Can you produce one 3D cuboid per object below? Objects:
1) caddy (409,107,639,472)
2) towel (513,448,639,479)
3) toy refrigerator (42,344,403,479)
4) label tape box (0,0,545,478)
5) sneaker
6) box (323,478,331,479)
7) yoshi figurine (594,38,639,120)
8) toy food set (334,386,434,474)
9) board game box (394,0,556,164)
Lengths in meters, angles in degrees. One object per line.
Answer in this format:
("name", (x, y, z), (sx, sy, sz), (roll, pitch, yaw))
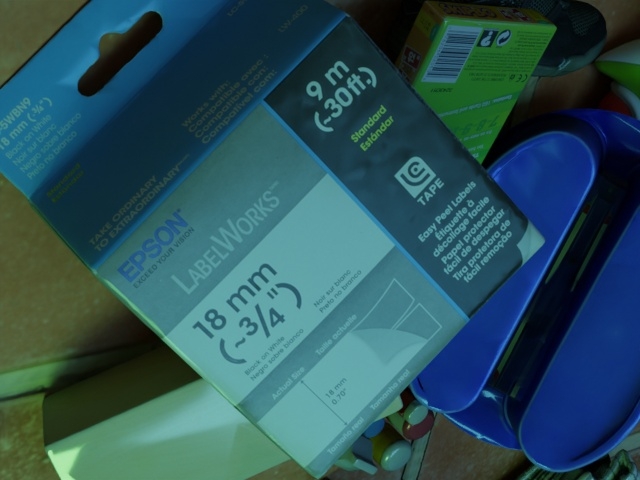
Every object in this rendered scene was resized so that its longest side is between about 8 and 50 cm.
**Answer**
("caddy", (0.216, 0.043, 1.090), (0.341, 0.241, 0.179), (-63, 173, 11))
("towel", (0.287, 0.386, 1.497), (0.284, 0.121, 0.235), (-41, 136, -6))
("toy refrigerator", (-0.081, 0.131, 0.964), (0.269, 0.094, 0.102), (-24, 113, -5))
("label tape box", (-0.043, -0.034, 0.818), (0.240, 0.106, 0.333), (-46, 110, -4))
("sneaker", (0.169, -0.209, 0.989), (0.227, 0.087, 0.130), (-4, 128, -32))
("box", (0.004, 0.399, 1.229), (0.168, 0.167, 0.203), (-31, 135, -19))
("yoshi figurine", (0.369, -0.070, 1.184), (0.203, 0.203, 0.362), (4, 119, -49))
("toy food set", (0.049, 0.183, 1.157), (0.111, 0.104, 0.232), (-51, 138, 2))
("board game box", (0.085, -0.075, 0.967), (0.124, 0.039, 0.259), (-4, 131, -38))
